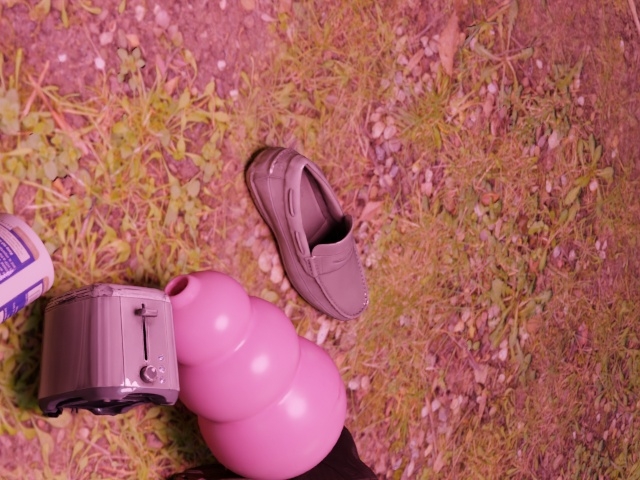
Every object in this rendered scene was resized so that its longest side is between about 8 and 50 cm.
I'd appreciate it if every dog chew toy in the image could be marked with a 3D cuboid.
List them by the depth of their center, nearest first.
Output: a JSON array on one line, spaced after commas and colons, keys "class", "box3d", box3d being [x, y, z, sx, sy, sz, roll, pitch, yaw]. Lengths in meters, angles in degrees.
[{"class": "dog chew toy", "box3d": [-0.104, 0.169, 1.802, 0.206, 0.207, 0.332, -55, 130, -25]}]

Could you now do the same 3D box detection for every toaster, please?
[{"class": "toaster", "box3d": [-0.268, 0.138, 1.689, 0.129, 0.227, 0.146, 9, 73, -36]}]

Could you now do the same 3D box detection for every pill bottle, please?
[{"class": "pill bottle", "box3d": [-0.413, 0.058, 1.580, 0.187, 0.112, 0.112, -38, 122, -36]}]

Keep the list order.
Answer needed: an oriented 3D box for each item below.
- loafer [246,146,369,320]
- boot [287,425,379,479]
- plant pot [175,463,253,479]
[{"class": "loafer", "box3d": [0.000, 0.000, 2.001, 0.112, 0.111, 0.319, -52, 130, -27]}, {"class": "boot", "box3d": [0.010, 0.453, 1.956, 0.138, 0.377, 0.284, -4, 109, -9]}, {"class": "plant pot", "box3d": [-0.134, 0.403, 1.905, 0.167, 0.167, 0.165, -5, 94, -46]}]
